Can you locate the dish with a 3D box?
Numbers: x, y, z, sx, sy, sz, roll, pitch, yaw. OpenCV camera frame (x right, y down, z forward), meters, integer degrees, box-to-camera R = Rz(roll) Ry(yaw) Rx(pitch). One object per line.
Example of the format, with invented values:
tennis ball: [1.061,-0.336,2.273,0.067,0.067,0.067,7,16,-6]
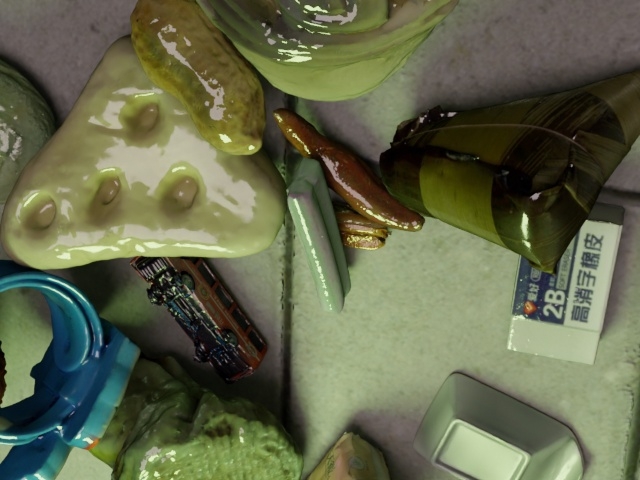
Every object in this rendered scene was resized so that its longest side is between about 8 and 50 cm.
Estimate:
dish: [0.253,0.303,1.918,0.234,0.064,0.154,25,118,3]

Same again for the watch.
watch: [-0.434,0.188,1.878,0.274,0.305,0.241,37,166,-32]

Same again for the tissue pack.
tissue pack: [0.041,0.437,1.938,0.123,0.257,0.215,21,121,-26]

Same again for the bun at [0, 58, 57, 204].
bun: [-0.471,-0.149,1.901,0.221,0.108,0.221,6,115,13]

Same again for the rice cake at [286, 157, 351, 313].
rice cake: [0.000,0.000,1.798,0.042,0.080,0.222,-2,132,16]

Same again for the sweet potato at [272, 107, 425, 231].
sweet potato: [0.030,-0.092,1.798,0.255,0.078,0.058,40,92,-13]

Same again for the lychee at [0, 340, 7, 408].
lychee: [-0.609,0.203,2.020,0.275,0.276,0.304,22,110,6]

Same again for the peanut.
peanut: [-0.149,-0.208,1.701,0.120,0.110,0.236,-32,97,17]

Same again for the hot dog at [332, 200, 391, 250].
hot dog: [0.032,-0.022,1.853,0.133,0.041,0.056,10,133,10]

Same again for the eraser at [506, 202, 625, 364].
eraser: [0.318,0.051,1.782,0.124,0.068,0.210,9,116,10]

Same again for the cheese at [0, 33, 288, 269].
cheese: [-0.227,-0.050,1.818,0.328,0.129,0.351,36,97,0]

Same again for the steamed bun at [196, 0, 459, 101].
steamed bun: [-0.008,-0.340,1.601,0.339,0.247,0.352,40,123,-2]

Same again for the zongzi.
zongzi: [0.259,-0.141,1.708,0.289,0.317,0.154,27,156,41]

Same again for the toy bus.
toy bus: [-0.168,0.094,1.929,0.073,0.096,0.235,-28,104,28]

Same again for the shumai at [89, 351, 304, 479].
shumai: [-0.207,0.284,1.996,0.263,0.304,0.309,52,134,37]
